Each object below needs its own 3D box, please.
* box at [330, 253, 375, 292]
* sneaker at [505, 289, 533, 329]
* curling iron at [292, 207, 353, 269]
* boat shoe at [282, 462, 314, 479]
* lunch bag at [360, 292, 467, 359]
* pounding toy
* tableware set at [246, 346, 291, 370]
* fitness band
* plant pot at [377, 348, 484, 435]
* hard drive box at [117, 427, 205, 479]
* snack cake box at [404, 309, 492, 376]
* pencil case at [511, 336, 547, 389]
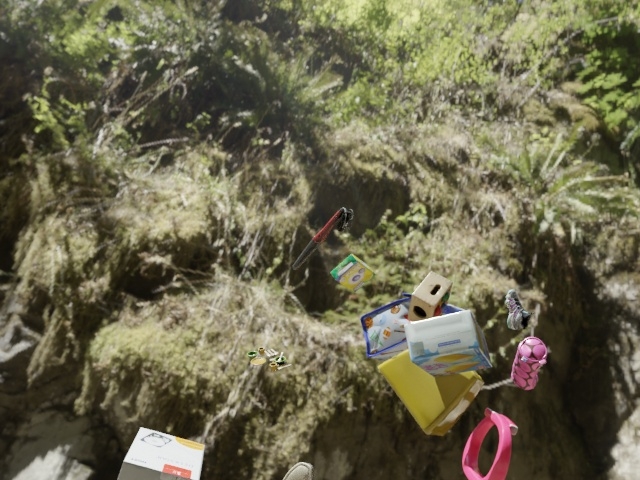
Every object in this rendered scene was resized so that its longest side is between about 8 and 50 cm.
[{"bbox_3d":[0.121,0.121,2.054,0.105,0.043,0.179,-42,-34,10],"label":"box"},{"bbox_3d":[0.489,0.169,1.422,0.038,0.098,0.069,-5,-1,-29],"label":"sneaker"},{"bbox_3d":[0.000,0.000,1.745,0.035,0.068,0.274,26,-55,-35],"label":"curling iron"},{"bbox_3d":[-0.093,0.963,2.140,0.116,0.325,0.096,18,0,29],"label":"boat shoe"},{"bbox_3d":[0.421,0.367,2.509,0.385,0.239,0.327,-30,-33,31],"label":"lunch bag"},{"bbox_3d":[0.343,0.241,1.905,0.094,0.181,0.206,28,-39,25],"label":"pounding toy"},{"bbox_3d":[-0.168,0.374,1.854,0.103,0.024,0.154,-12,18,-27],"label":"tableware set"},{"bbox_3d":[0.487,0.604,1.687,0.054,0.209,0.291,22,-2,2],"label":"fitness band"},{"bbox_3d":[0.314,0.377,1.566,0.187,0.212,0.212,-41,-29,7],"label":"plant pot"},{"bbox_3d":[-0.386,0.560,1.428,0.181,0.089,0.232,18,-1,-9],"label":"hard drive box"},{"bbox_3d":[0.304,0.249,1.367,0.152,0.089,0.264,-16,-25,16],"label":"snack cake box"},{"bbox_3d":[0.669,0.402,1.872,0.098,0.095,0.209,49,-17,36],"label":"pencil case"}]
